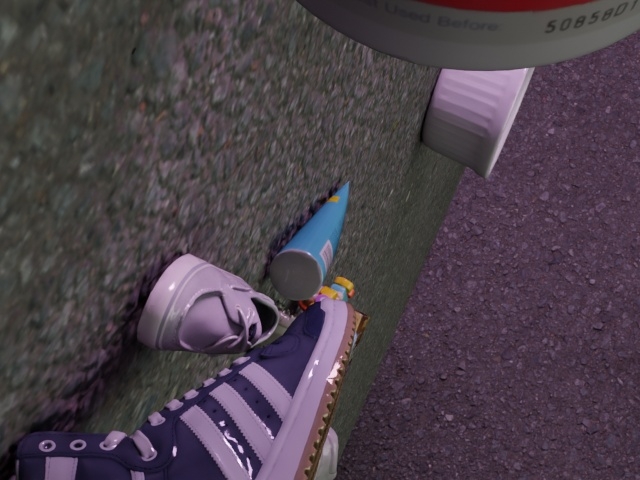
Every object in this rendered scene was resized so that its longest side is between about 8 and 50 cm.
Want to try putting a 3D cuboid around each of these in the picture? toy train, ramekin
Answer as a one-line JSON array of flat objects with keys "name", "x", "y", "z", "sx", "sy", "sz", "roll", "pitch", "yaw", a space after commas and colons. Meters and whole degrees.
[{"name": "toy train", "x": -0.012, "y": 0.105, "z": 1.027, "sx": 0.166, "sy": 0.046, "sz": 0.125, "roll": -35, "pitch": 148, "yaw": -64}, {"name": "ramekin", "x": 0.284, "y": -0.261, "z": 1.459, "sx": 0.277, "sy": 0.135, "sz": 0.277, "roll": 22, "pitch": 90, "yaw": -79}]

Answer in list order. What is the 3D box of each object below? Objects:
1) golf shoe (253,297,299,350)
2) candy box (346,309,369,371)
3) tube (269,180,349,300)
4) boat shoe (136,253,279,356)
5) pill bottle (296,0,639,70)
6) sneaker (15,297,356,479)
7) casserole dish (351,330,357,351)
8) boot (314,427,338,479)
[{"name": "golf shoe", "x": -0.041, "y": 0.115, "z": 0.857, "sx": 0.086, "sy": 0.069, "sz": 0.176, "roll": -58, "pitch": 166, "yaw": -14}, {"name": "candy box", "x": 0.016, "y": 0.194, "z": 1.311, "sx": 0.109, "sy": 0.053, "sz": 0.186, "roll": 32, "pitch": 79, "yaw": -78}, {"name": "tube", "x": 0.000, "y": 0.000, "z": 0.872, "sx": 0.207, "sy": 0.052, "sz": 0.080, "roll": -54, "pitch": 168, "yaw": -67}, {"name": "boat shoe", "x": -0.071, "y": 0.055, "z": 0.587, "sx": 0.184, "sy": 0.063, "sz": 0.066, "roll": 50, "pitch": 63, "yaw": -78}, {"name": "pill bottle", "x": 0.065, "y": -0.244, "z": 0.206, "sx": 0.407, "sy": 0.229, "sz": 0.229, "roll": 85, "pitch": 30, "yaw": -68}, {"name": "sneaker", "x": -0.078, "y": 0.121, "z": 0.499, "sx": 0.282, "sy": 0.153, "sz": 0.099, "roll": -66, "pitch": 169, "yaw": -48}, {"name": "casserole dish", "x": 0.000, "y": 0.171, "z": 0.969, "sx": 0.114, "sy": 0.037, "sz": 0.188, "roll": 93, "pitch": 20, "yaw": -74}, {"name": "boot", "x": -0.033, "y": 0.400, "z": 1.289, "sx": 0.123, "sy": 0.095, "sz": 0.258, "roll": -20, "pitch": 137, "yaw": -39}]
